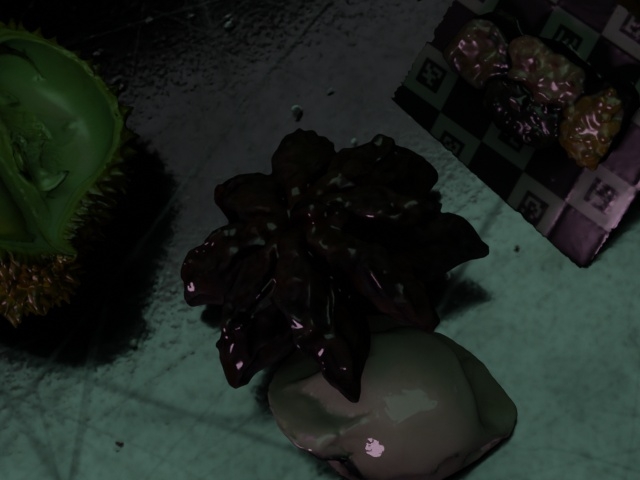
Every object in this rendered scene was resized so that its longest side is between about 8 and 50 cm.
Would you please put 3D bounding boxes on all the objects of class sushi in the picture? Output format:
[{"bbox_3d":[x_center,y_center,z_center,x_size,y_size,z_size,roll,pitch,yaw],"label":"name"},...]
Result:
[{"bbox_3d":[0.163,-0.108,1.309,0.215,0.050,0.192,42,122,16],"label":"sushi"}]

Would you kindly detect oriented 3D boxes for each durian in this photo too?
[{"bbox_3d":[-0.256,-0.046,1.322,0.200,0.176,0.237,32,51,-26],"label":"durian"}]

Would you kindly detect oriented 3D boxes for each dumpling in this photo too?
[{"bbox_3d":[0.053,0.115,1.303,0.176,0.092,0.150,-17,60,7],"label":"dumpling"}]

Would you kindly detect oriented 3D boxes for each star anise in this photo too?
[{"bbox_3d":[0.001,0.000,1.289,0.236,0.109,0.223,6,52,25],"label":"star anise"}]

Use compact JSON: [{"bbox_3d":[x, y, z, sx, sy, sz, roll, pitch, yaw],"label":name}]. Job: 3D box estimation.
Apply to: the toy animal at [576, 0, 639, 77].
[{"bbox_3d":[0.300,-0.176,1.357,0.312,0.097,0.158,4,63,10],"label":"toy animal"}]
